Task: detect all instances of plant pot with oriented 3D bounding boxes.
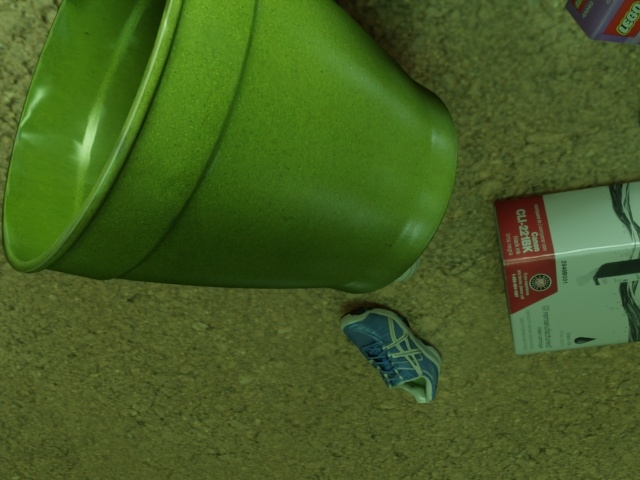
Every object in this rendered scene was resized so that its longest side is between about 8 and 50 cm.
[{"bbox_3d":[-0.069,-0.100,0.792,0.353,0.366,0.366,20,135,-33],"label":"plant pot"}]

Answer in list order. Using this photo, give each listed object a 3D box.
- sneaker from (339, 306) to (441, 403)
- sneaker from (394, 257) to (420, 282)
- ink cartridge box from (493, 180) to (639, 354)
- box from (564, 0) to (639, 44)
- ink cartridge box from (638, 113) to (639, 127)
[{"bbox_3d":[0.112,0.172,1.227,0.211,0.081,0.080,35,130,-27],"label":"sneaker"},{"bbox_3d":[0.000,0.000,1.029,0.292,0.118,0.110,24,131,-22],"label":"sneaker"},{"bbox_3d":[0.374,0.034,1.042,0.273,0.114,0.197,-9,135,11],"label":"ink cartridge box"},{"bbox_3d":[0.370,-0.297,0.690,0.201,0.057,0.293,-2,140,-24],"label":"box"},{"bbox_3d":[0.407,-0.146,0.912,0.083,0.028,0.048,-3,136,7],"label":"ink cartridge box"}]
